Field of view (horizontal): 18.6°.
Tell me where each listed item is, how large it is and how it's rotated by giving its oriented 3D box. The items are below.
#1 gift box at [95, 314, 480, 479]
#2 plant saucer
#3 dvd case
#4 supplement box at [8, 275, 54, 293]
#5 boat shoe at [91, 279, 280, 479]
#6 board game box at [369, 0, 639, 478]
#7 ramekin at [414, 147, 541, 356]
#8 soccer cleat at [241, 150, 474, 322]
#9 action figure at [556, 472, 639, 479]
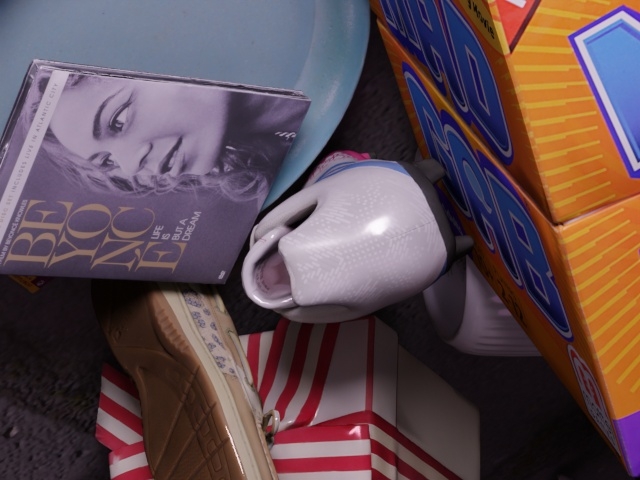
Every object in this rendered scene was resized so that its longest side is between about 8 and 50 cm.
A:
[{"bbox_3d":[-0.027,0.193,1.590,0.255,0.276,0.258,-15,152,23],"label":"gift box"},{"bbox_3d":[-0.114,-0.116,1.326,0.318,0.043,0.317,-20,135,-21],"label":"plant saucer"},{"bbox_3d":[-0.126,-0.041,1.338,0.221,0.018,0.164,4,124,-38],"label":"dvd case"},{"bbox_3d":[-0.201,-0.008,1.434,0.083,0.043,0.055,-36,139,12],"label":"supplement box"},{"bbox_3d":[-0.082,0.105,1.436,0.089,0.285,0.104,4,138,-36],"label":"boat shoe"},{"bbox_3d":[0.242,-0.147,1.186,0.356,0.356,0.356,-22,119,-5],"label":"board game box"},{"bbox_3d":[0.142,-0.007,1.507,0.109,0.207,0.207,-5,138,-11],"label":"ramekin"},{"bbox_3d":[0.000,0.000,1.404,0.143,0.116,0.331,-22,-179,-10],"label":"soccer cleat"},{"bbox_3d":[0.389,0.249,1.901,0.370,0.275,0.248,-23,150,-26],"label":"action figure"}]
